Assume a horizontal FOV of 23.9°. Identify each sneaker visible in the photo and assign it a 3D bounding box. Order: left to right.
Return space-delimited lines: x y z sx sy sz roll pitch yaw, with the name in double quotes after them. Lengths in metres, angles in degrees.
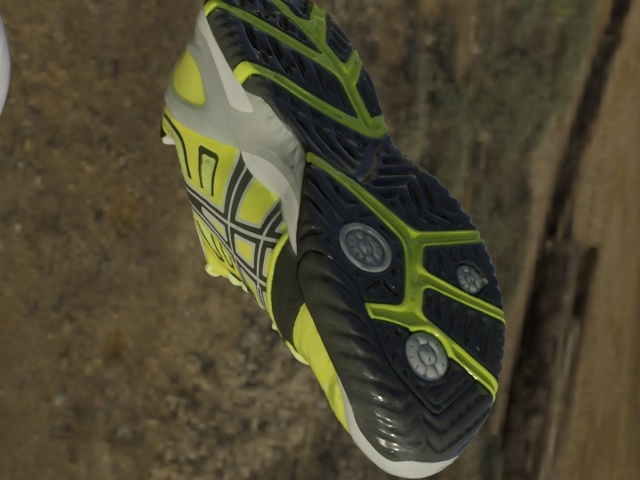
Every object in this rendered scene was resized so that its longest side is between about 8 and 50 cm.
0.000 0.000 1.023 0.147 0.145 0.384 -54 -134 39 "sneaker"

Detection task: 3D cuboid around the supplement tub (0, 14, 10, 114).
-0.418 -0.176 1.247 0.235 0.325 0.235 -14 118 -28 "supplement tub"
